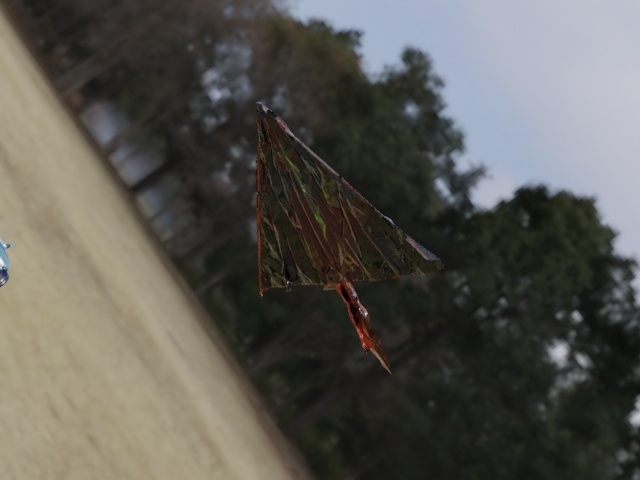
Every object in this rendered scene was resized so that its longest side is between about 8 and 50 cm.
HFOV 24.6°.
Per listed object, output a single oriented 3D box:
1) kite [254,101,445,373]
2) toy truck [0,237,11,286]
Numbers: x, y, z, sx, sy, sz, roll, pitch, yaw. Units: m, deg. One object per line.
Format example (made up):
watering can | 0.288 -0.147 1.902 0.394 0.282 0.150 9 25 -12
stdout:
kite | 0.000 0.000 0.900 0.232 0.009 0.189 -4 -65 61
toy truck | -0.386 0.037 1.523 0.063 0.136 0.074 60 2 -26
